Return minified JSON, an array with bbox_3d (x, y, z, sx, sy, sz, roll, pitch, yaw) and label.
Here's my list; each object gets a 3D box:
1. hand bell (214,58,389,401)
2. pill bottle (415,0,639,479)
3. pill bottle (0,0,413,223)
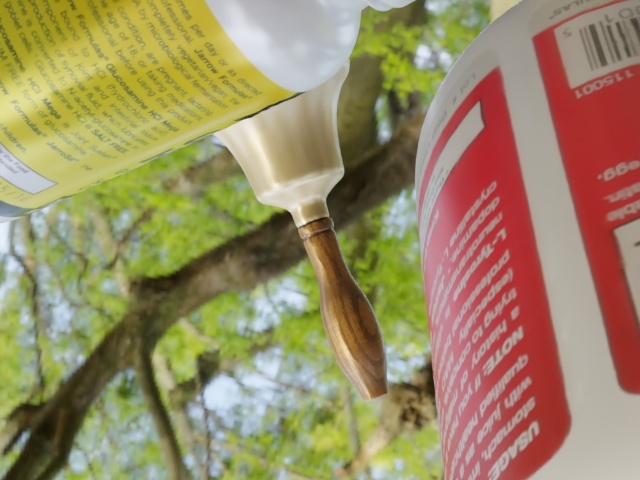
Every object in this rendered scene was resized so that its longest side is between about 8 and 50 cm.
[{"bbox_3d":[0.000,0.000,0.977,0.126,0.126,0.242,-15,-97,-41],"label":"hand bell"},{"bbox_3d":[0.160,0.075,0.516,0.229,0.229,0.407,12,-144,-9],"label":"pill bottle"},{"bbox_3d":[-0.099,-0.147,0.781,0.334,0.188,0.188,-21,-157,23],"label":"pill bottle"}]
